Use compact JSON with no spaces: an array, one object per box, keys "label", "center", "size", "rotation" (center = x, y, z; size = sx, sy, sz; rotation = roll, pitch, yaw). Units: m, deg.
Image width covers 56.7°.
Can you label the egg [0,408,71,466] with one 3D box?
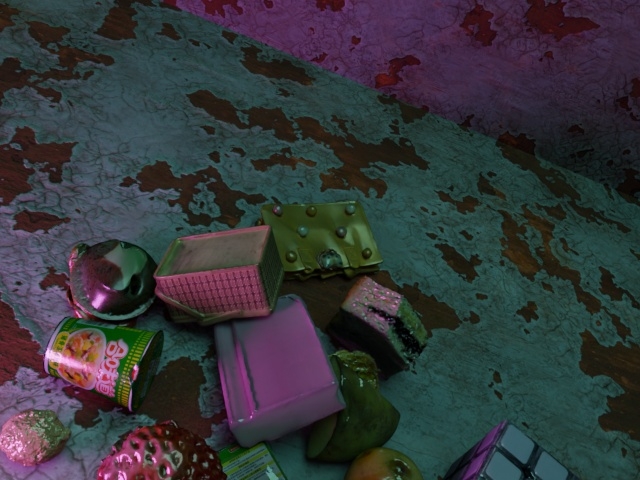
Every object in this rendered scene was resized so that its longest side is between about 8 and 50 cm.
[{"label":"egg","center":[-0.625,0.430,1.298],"size":[0.140,0.118,0.116],"rotation":[18,27,-22]}]

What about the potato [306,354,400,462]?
[{"label":"potato","center":[0.119,0.458,1.549],"size":[0.255,0.112,0.270],"rotation":[17,85,-30]}]

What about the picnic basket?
[{"label":"picnic basket","center":[-0.273,0.098,1.634],"size":[0.312,0.176,0.228],"rotation":[-7,30,9]}]

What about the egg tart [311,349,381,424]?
[{"label":"egg tart","center":[0.047,0.404,1.615],"size":[0.252,0.098,0.232],"rotation":[-29,109,-23]}]

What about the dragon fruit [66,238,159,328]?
[{"label":"dragon fruit","center":[-0.556,0.110,1.622],"size":[0.268,0.130,0.295],"rotation":[17,45,-3]}]

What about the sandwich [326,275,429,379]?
[{"label":"sandwich","center":[0.167,0.253,1.685],"size":[0.262,0.325,0.131],"rotation":[39,65,9]}]

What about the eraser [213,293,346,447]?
[{"label":"eraser","center":[-0.117,0.311,1.508],"size":[0.272,0.123,0.359],"rotation":[-21,37,-3]}]

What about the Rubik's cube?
[{"label":"Rubik's cube","center":[0.443,0.684,1.437],"size":[0.301,0.305,0.303],"rotation":[41,45,13]}]

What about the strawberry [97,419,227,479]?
[{"label":"strawberry","center":[-0.319,0.543,1.246],"size":[0.265,0.149,0.336],"rotation":[-42,70,-17]}]

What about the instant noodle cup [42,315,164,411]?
[{"label":"instant noodle cup","center":[-0.526,0.281,1.435],"size":[0.232,0.207,0.207],"rotation":[18,45,-1]}]

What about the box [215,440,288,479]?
[{"label":"box","center":[-0.164,0.594,1.378],"size":[0.180,0.103,0.250],"rotation":[-18,61,-36]}]

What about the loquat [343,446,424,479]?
[{"label":"loquat","center":[0.157,0.614,1.451],"size":[0.212,0.213,0.213],"rotation":[13,46,-14]}]

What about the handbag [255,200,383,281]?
[{"label":"handbag","center":[0.000,0.000,1.987],"size":[0.400,0.133,0.283],"rotation":[-2,57,-27]}]
